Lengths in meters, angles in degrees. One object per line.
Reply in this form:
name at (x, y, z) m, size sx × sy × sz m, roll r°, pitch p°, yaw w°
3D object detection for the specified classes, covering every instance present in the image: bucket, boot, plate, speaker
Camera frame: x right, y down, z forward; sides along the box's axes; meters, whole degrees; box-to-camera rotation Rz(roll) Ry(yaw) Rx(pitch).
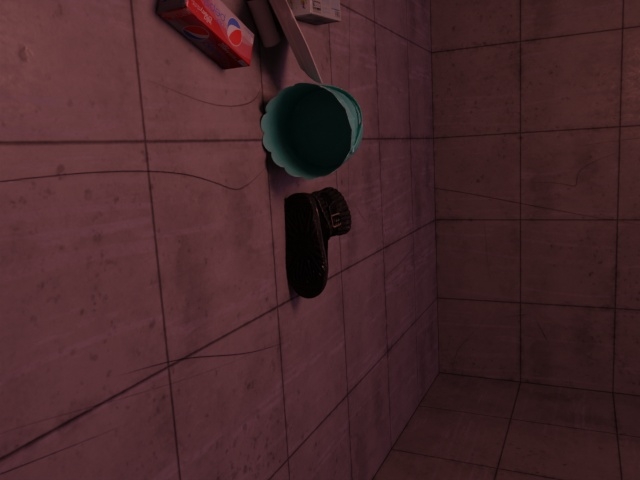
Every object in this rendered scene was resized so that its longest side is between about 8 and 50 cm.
bucket at (-0.012, -0.323, 1.642) m, size 0.183 × 0.281 × 0.280 m, roll -38°, pitch 125°, yaw -66°
boot at (0.004, -0.001, 1.834) m, size 0.260 × 0.131 × 0.347 m, roll -12°, pitch 101°, yaw -64°
plate at (-0.090, -0.605, 1.568) m, size 0.277 × 0.045 × 0.278 m, roll 68°, pitch 6°, yaw 31°
speaker at (-0.156, -0.609, 1.561) m, size 0.055 × 0.055 × 0.136 m, roll -65°, pitch 145°, yaw -41°

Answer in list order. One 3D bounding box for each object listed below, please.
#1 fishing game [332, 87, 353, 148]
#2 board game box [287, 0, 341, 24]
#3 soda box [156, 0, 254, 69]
fishing game at (0.040, -0.396, 1.820) m, size 0.041 × 0.189 × 0.264 m, roll 25°, pitch 27°, yaw -24°
board game box at (-0.031, -0.851, 1.770) m, size 0.224 × 0.098 × 0.303 m, roll -27°, pitch 116°, yaw -62°
soda box at (-0.259, -0.503, 1.312) m, size 0.263 × 0.084 × 0.092 m, roll 26°, pitch 67°, yaw -63°
